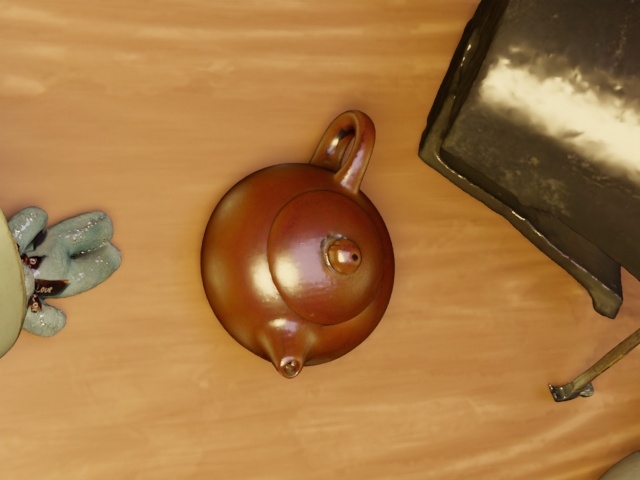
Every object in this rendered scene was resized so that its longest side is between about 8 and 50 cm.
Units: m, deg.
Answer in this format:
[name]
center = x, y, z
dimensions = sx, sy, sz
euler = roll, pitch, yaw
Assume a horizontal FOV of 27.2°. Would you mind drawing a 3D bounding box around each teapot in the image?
[teapot]
center = 0.000, 0.000, 1.135
dimensions = 0.178, 0.135, 0.252
euler = 28, 72, -28

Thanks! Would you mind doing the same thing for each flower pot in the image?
[flower pot]
center = 0.248, -0.128, 1.197
dimensions = 0.251, 0.379, 0.379
euler = 22, 73, -3

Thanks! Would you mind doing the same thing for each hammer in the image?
[hammer]
center = 0.277, 0.110, 1.256
dimensions = 0.062, 0.182, 0.017
euler = -8, 63, -31

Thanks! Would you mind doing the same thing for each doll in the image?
[doll]
center = -0.230, 0.029, 1.033
dimensions = 0.179, 0.075, 0.120
euler = -22, 98, -29

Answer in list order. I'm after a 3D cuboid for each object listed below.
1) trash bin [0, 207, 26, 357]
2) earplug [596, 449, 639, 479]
[trash bin]
center = -0.411, 0.089, 0.772
dimensions = 0.432, 0.280, 0.280
euler = -41, 105, -42
[earplug]
center = 0.369, 0.264, 1.304
dimensions = 0.325, 0.175, 0.214
euler = -31, 95, -38
